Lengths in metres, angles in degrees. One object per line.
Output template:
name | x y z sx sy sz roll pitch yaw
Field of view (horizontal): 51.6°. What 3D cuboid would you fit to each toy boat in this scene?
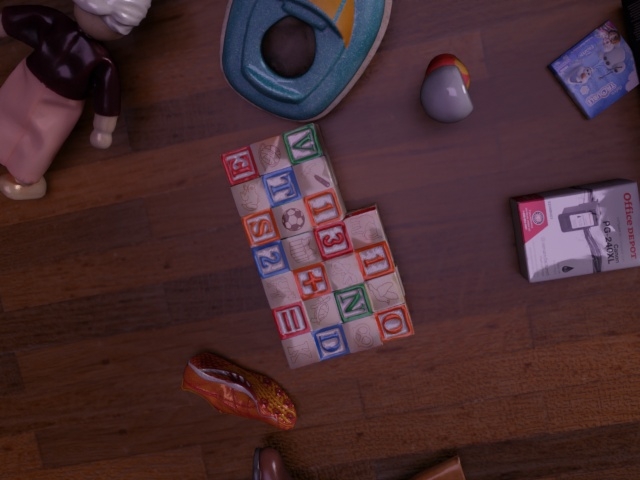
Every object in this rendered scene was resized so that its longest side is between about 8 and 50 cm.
toy boat | 0.040 -0.241 0.797 0.318 0.148 0.267 23 120 -5

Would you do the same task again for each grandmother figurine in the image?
grandmother figurine | -0.336 -0.211 0.843 0.208 0.104 0.342 38 116 -20

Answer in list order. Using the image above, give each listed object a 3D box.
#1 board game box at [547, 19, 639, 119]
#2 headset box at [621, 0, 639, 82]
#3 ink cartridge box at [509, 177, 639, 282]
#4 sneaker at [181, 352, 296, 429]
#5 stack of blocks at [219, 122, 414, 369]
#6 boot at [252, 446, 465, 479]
board game box | 0.357 -0.218 0.852 0.090 0.020 0.090 -38 94 9
headset box | 0.525 -0.191 0.775 0.246 0.131 0.283 -14 97 3
ink cartridge box | 0.333 -0.013 0.859 0.150 0.063 0.109 -10 96 7
sneaker | -0.114 0.222 0.945 0.175 0.064 0.067 28 119 7
stack of blocks | 0.000 0.000 0.882 0.171 0.087 0.297 -18 95 8
boot | 0.066 0.365 0.920 0.280 0.096 0.264 -22 94 7
